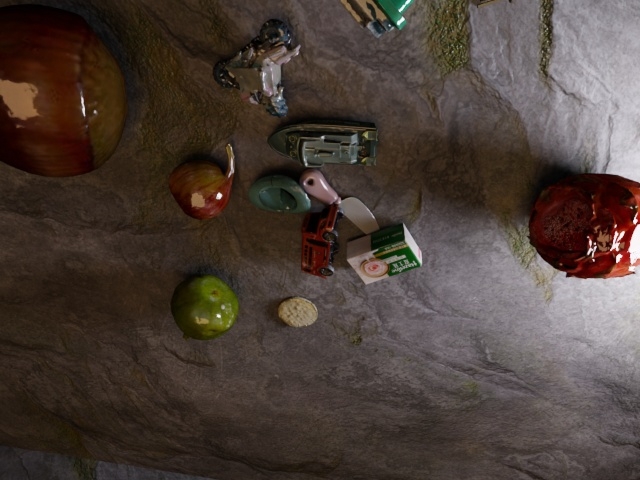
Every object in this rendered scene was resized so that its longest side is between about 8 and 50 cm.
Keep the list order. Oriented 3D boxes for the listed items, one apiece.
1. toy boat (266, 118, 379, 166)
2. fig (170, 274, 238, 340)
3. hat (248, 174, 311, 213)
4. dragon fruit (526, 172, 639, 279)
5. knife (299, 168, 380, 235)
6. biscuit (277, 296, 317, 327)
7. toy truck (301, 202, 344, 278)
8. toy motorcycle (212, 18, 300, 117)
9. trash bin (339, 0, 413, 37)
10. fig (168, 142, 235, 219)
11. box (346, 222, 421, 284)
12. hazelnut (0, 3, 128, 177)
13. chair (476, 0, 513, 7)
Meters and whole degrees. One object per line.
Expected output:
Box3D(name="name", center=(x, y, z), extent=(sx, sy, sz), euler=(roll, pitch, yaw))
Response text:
Box3D(name="toy boat", center=(0.004, -0.252, 1.315), extent=(0.296, 0.122, 0.114), euler=(3, 129, 6))
Box3D(name="fig", center=(-0.427, 0.241, 1.704), extent=(0.314, 0.233, 0.233), euler=(-22, 122, 28))
Box3D(name="hat", center=(-0.109, -0.140, 1.447), extent=(0.191, 0.078, 0.138), euler=(4, 143, 20))
Box3D(name="dragon fruit", center=(0.706, -0.036, 1.297), extent=(0.302, 0.295, 0.295), euler=(13, 129, -7))
Box3D(name="knife", center=(0.077, -0.104, 1.490), extent=(0.336, 0.043, 0.081), euler=(35, 120, -26))
Box3D(name="biscuit", center=(-0.082, 0.258, 1.799), extent=(0.152, 0.020, 0.152), euler=(3, 128, 4))
Box3D(name="toy truck", center=(0.000, 0.000, 1.505), extent=(0.114, 0.107, 0.252), euler=(12, 140, 6))
Box3D(name="toy motorcycle", center=(-0.128, -0.399, 1.231), extent=(0.239, 0.108, 0.204), euler=(-13, 125, 48))
Box3D(name="trash bin", center=(0.163, -0.606, 0.938), extent=(0.381, 0.295, 0.259), euler=(-38, 115, 19))
Box3D(name="fig", center=(-0.310, -0.156, 1.421), extent=(0.207, 0.175, 0.175), euler=(-25, 124, 1))
Box3D(name="box", center=(0.194, 0.043, 1.547), extent=(0.199, 0.081, 0.135), euler=(-20, 131, 24))
Box3D(name="hazelnut", center=(-0.665, -0.336, 1.177), extent=(0.421, 0.352, 0.421), euler=(-20, 165, -6))
Box3D(name="chair", center=(0.436, -0.552, 1.044), extent=(0.222, 0.104, 0.095), euler=(-4, 111, 14))
